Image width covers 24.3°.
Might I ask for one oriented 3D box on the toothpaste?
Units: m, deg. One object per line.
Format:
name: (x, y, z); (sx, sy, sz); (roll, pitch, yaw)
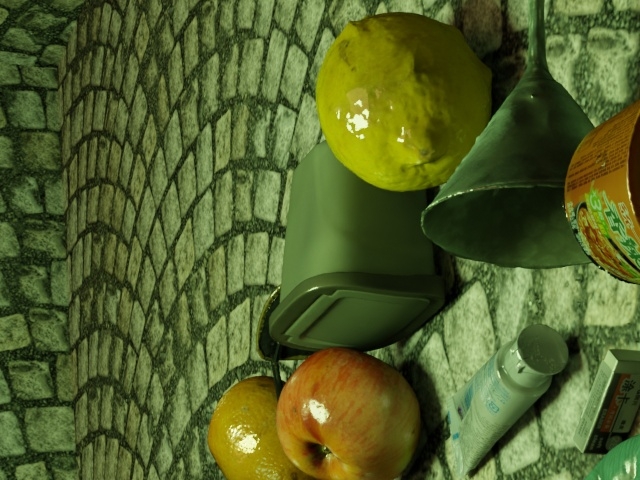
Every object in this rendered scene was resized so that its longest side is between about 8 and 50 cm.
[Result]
toothpaste: (0.218, 0.195, 1.844); (0.299, 0.073, 0.114); (120, 147, -58)

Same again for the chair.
chair: (-0.013, 0.129, 2.291); (0.247, 0.172, 0.159); (54, 135, 48)

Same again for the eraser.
eraser: (0.318, 0.176, 1.614); (0.029, 0.052, 0.122); (-126, 45, -56)

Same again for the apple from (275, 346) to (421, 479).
apple: (0.040, 0.252, 2.067); (0.164, 0.209, 0.209); (-51, -6, -44)

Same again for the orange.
orange: (-0.076, 0.318, 2.315); (0.170, 0.224, 0.224); (-38, 32, 1)

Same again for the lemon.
lemon: (0.109, -0.183, 1.968); (0.288, 0.233, 0.233); (-115, 37, -57)

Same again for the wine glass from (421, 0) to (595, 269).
wine glass: (0.239, -0.196, 1.649); (0.267, 0.267, 0.406); (143, 132, -60)

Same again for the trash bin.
trash bin: (0.050, 0.007, 2.091); (0.220, 0.219, 0.250); (135, 142, -53)

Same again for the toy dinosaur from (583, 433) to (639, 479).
toy dinosaur: (0.332, 0.219, 1.550); (0.383, 0.129, 0.331); (133, 148, -57)

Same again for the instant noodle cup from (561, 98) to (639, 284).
instant noodle cup: (0.344, -0.048, 1.391); (0.182, 0.230, 0.230); (165, 109, -70)
